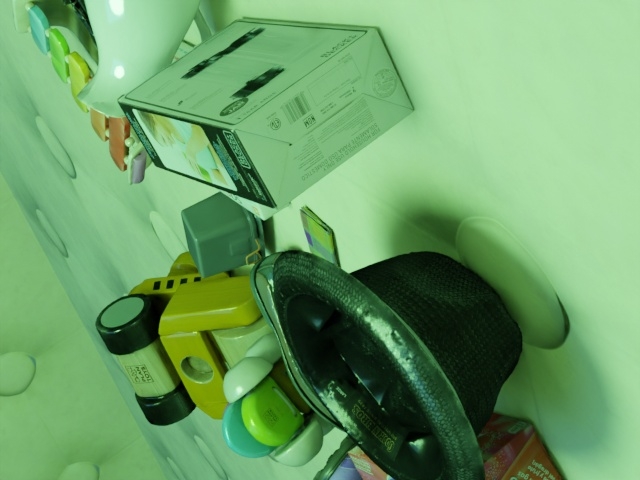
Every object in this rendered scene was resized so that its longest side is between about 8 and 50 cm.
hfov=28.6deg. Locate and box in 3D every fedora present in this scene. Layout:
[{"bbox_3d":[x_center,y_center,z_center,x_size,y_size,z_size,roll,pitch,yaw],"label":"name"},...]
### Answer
[{"bbox_3d":[0.094,0.105,1.240,0.334,0.152,0.334,47,160,23],"label":"fedora"}]

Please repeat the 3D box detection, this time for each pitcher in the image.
[{"bbox_3d":[-0.173,-0.250,1.338,0.125,0.177,0.207,28,122,30],"label":"pitcher"}]

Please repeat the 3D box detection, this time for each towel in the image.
[{"bbox_3d":[0.000,0.000,1.522,0.060,0.009,0.083,41,157,36],"label":"towel"}]

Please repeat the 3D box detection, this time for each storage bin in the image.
[{"bbox_3d":[-0.129,-0.004,1.679,0.135,0.091,0.098,87,157,-60],"label":"storage bin"}]

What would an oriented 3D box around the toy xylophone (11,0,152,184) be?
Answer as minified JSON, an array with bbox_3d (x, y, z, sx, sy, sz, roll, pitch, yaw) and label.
[{"bbox_3d":[-0.332,-0.223,1.853,0.323,0.081,0.236,50,161,16],"label":"toy xylophone"}]

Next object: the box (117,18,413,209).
[{"bbox_3d":[-0.062,-0.132,1.207,0.290,0.169,0.087,20,143,58],"label":"box"}]

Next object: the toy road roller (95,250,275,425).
[{"bbox_3d":[-0.159,0.126,1.918,0.329,0.241,0.203,-7,124,27],"label":"toy road roller"}]

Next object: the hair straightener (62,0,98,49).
[{"bbox_3d":[-0.319,-0.333,1.709,0.230,0.047,0.089,55,162,-14],"label":"hair straightener"}]

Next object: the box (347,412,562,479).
[{"bbox_3d":[0.154,0.270,1.413,0.123,0.128,0.257,59,162,-13],"label":"box"}]

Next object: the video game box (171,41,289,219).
[{"bbox_3d":[-0.133,-0.142,1.552,0.187,0.048,0.205,30,149,48],"label":"video game box"}]

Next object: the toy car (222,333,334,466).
[{"bbox_3d":[-0.071,0.229,1.703,0.159,0.136,0.182,51,-153,-4],"label":"toy car"}]

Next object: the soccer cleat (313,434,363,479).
[{"bbox_3d":[0.082,0.320,1.639,0.116,0.109,0.318,41,177,22],"label":"soccer cleat"}]

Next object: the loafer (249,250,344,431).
[{"bbox_3d":[-0.002,0.135,1.635,0.268,0.096,0.084,58,156,0],"label":"loafer"}]
